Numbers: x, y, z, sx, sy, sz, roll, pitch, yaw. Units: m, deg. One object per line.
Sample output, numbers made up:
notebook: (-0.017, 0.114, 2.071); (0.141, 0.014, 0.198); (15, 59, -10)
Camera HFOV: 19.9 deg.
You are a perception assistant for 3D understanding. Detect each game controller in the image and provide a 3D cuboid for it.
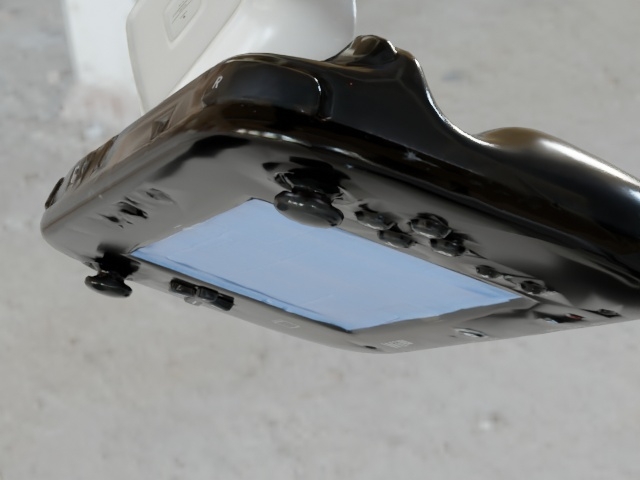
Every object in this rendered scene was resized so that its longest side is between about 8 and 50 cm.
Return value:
game controller: (0.000, 0.000, 0.667); (0.166, 0.067, 0.319); (29, -14, -14)

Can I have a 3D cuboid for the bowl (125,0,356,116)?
bowl: (-0.049, -0.108, 0.923); (0.053, 0.142, 0.142); (24, 34, -33)
